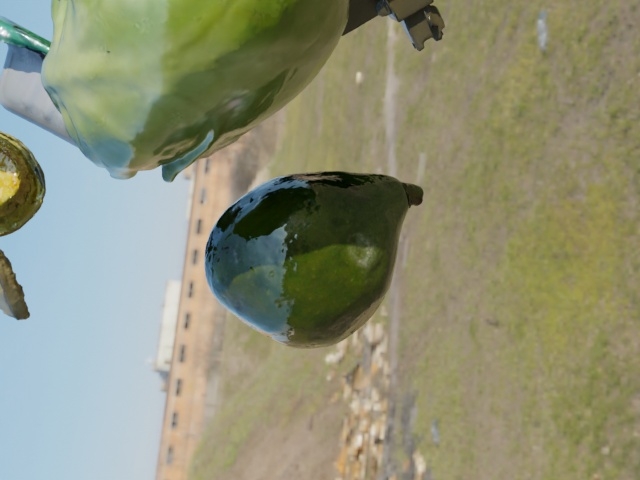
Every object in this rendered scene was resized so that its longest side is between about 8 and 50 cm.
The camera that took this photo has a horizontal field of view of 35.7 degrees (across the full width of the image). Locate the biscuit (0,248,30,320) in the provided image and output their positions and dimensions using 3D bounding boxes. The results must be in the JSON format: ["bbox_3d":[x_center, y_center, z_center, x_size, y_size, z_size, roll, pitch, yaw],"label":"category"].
[{"bbox_3d":[-0.453,-0.032,1.239,0.290,0.038,0.141,46,149,25],"label":"biscuit"}]

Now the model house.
[{"bbox_3d":[0.091,-0.381,1.378,0.243,0.211,0.204,59,-176,-15],"label":"model house"}]

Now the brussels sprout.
[{"bbox_3d":[-0.115,-0.210,0.909,0.247,0.328,0.328,61,176,-3],"label":"brussels sprout"}]

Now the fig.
[{"bbox_3d":[0.000,0.000,1.039,0.245,0.195,0.195,-45,-6,-16],"label":"fig"}]

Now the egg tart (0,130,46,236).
[{"bbox_3d":[-0.593,-0.106,1.760,0.090,0.213,0.212,149,129,-67],"label":"egg tart"}]

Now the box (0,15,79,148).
[{"bbox_3d":[-0.306,-0.180,1.322,0.106,0.264,0.337,-62,-7,2],"label":"box"}]
